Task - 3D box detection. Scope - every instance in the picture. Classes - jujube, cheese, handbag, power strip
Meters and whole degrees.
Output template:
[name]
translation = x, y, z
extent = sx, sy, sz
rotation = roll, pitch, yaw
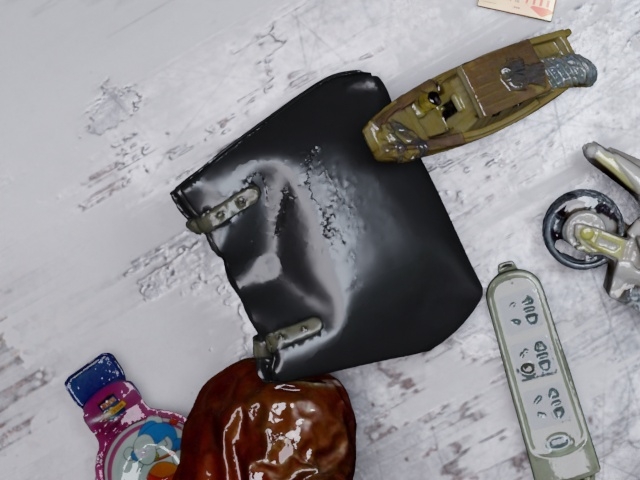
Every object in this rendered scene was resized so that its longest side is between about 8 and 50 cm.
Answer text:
[jujube]
translation = -0.078, 0.306, 1.723
extent = 0.216, 0.216, 0.342
rotation = 10, 77, 5
[cheese]
translation = -0.222, 0.254, 1.830
extent = 0.155, 0.062, 0.244
rotation = -34, 87, 7
[handbag]
translation = 0.000, 0.000, 1.721
extent = 0.288, 0.152, 0.342
rotation = -24, 87, -29
[power strip]
translation = 0.263, 0.162, 1.792
extent = 0.080, 0.048, 0.285
rotation = -16, 88, 4

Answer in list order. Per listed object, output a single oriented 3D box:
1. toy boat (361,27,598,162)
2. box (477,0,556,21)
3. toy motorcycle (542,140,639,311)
[toy boat]
translation = 0.183, -0.165, 1.697
extent = 0.321, 0.121, 0.089
rotation = -24, 88, -29
[box]
translation = 0.241, -0.302, 1.803
extent = 0.093, 0.015, 0.058
rotation = 14, 90, 6
[toy motorcycle]
translation = 0.438, 0.000, 1.740
extent = 0.341, 0.108, 0.222
rotation = 28, 102, -2
